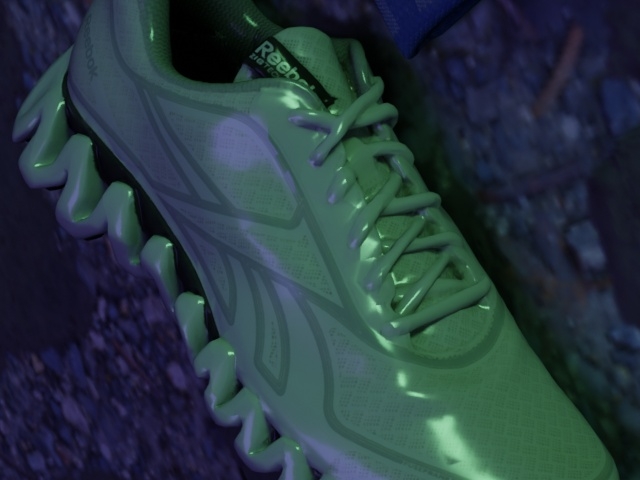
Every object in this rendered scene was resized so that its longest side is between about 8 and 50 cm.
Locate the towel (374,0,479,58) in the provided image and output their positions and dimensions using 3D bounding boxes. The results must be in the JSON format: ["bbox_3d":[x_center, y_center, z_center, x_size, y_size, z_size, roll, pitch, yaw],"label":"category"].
[{"bbox_3d":[0.014,-0.222,0.593,0.209,0.034,0.285,-33,83,52],"label":"towel"}]

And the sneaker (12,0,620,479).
[{"bbox_3d":[0.000,0.000,0.674,0.292,0.110,0.118,45,128,24],"label":"sneaker"}]
